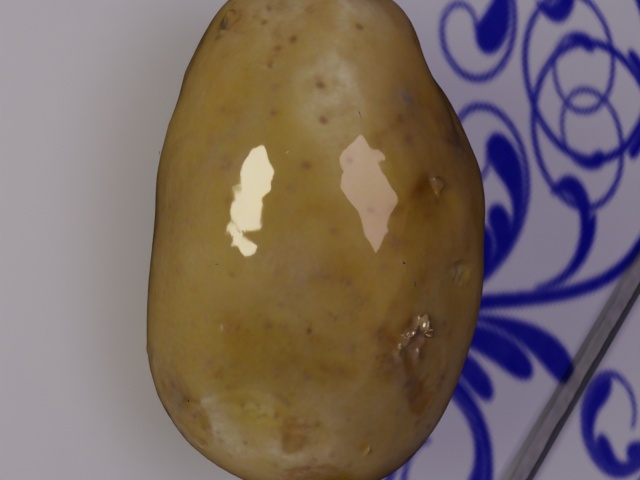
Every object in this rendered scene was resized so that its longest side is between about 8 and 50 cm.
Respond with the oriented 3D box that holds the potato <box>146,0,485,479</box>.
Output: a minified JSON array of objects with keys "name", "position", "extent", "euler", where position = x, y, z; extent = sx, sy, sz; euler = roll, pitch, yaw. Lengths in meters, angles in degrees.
[{"name":"potato","position":[0.000,0.000,0.570],"extent":[0.118,0.109,0.178],"euler":[7,87,-62]}]
